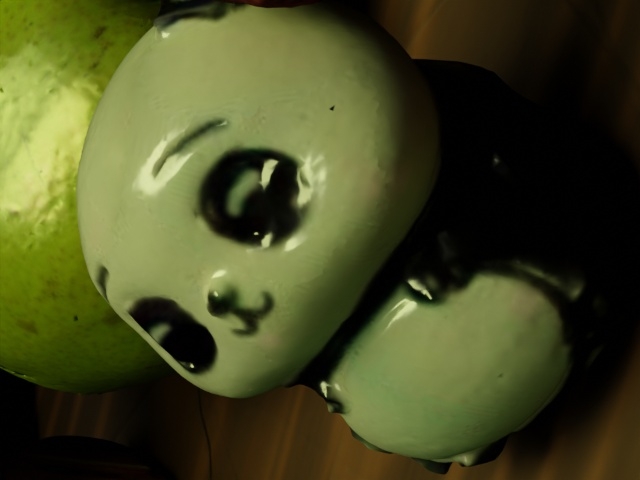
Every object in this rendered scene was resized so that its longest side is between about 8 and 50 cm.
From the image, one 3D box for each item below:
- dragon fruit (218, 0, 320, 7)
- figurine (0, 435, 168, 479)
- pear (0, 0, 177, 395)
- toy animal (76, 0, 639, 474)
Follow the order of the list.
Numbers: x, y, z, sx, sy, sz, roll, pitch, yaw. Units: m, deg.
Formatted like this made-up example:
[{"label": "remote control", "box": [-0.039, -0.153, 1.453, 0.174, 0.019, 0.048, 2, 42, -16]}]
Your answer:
[{"label": "dragon fruit", "box": [-0.006, -0.223, 0.567, 0.329, 0.329, 0.329, -15, 73, 60]}, {"label": "figurine", "box": [-0.128, 0.174, 0.974, 0.098, 0.082, 0.154, -130, 48, -77]}, {"label": "pear", "box": [-0.085, -0.044, 0.819, 0.219, 0.187, 0.187, -55, 41, 34]}, {"label": "toy animal", "box": [0.000, 0.000, 0.669, 0.166, 0.179, 0.138, -52, 28, 35]}]
